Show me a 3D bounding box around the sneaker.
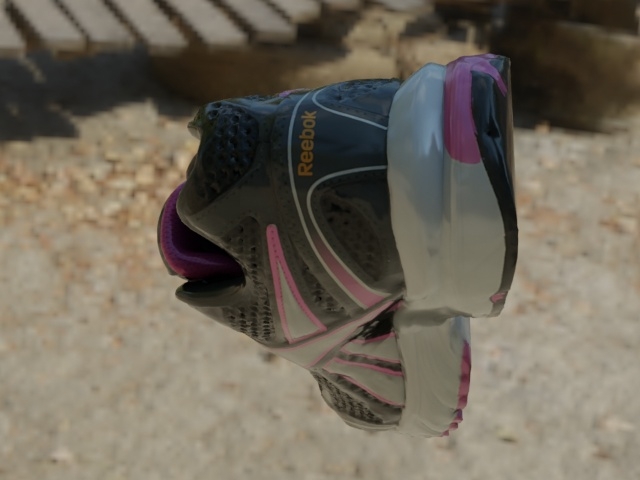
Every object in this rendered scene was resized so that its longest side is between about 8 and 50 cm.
[{"bbox_3d":[0.000,0.000,0.436,0.077,0.072,0.178,2,-22,0],"label":"sneaker"}]
